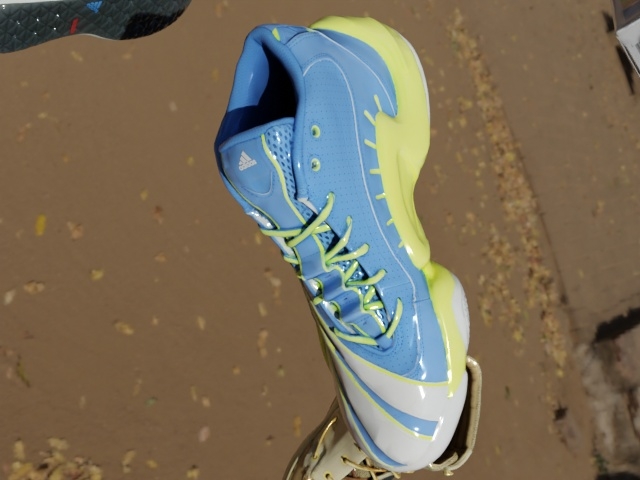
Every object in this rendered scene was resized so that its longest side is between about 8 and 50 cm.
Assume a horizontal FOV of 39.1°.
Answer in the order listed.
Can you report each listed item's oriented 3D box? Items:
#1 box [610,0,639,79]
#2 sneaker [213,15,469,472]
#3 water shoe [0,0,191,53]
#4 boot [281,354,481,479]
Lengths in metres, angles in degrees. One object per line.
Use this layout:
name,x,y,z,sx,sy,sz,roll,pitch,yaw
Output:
box,0.273,-0.149,0.618,0.103,0.114,0.203,55,25,-12
sneaker,0.000,0.000,0.452,0.126,0.091,0.240,2,76,-46
water shoe,-0.184,-0.196,0.670,0.203,0.073,0.080,-20,71,-43
boot,0.058,0.232,0.934,0.095,0.203,0.262,38,71,-14
